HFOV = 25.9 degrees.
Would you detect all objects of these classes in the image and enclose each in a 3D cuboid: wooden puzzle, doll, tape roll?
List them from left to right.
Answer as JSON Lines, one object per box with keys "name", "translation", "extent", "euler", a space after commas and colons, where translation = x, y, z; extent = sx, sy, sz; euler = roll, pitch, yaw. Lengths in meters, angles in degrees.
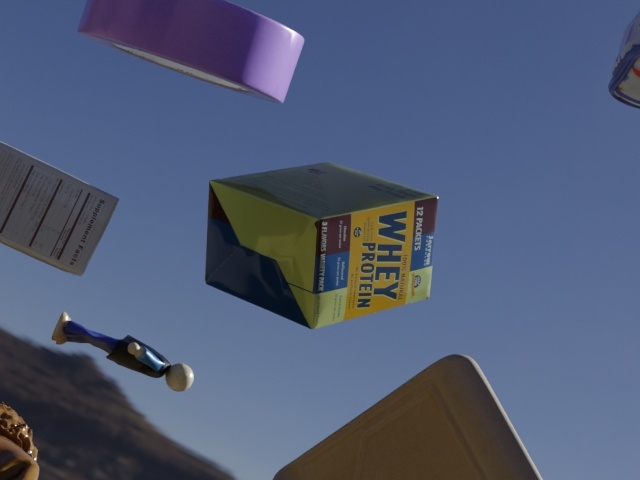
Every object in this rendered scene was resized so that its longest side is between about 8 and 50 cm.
{"name": "doll", "translation": [-0.254, 0.148, 1.828], "extent": [0.189, 0.046, 0.129], "euler": [21, -12, 1]}
{"name": "tape roll", "translation": [-0.163, -0.258, 1.758], "extent": [0.275, 0.090, 0.275], "euler": [18, 2, -1]}
{"name": "wooden puzzle", "translation": [0.090, 0.243, 1.184], "extent": [0.044, 0.239, 0.221], "euler": [-4, 61, -56]}

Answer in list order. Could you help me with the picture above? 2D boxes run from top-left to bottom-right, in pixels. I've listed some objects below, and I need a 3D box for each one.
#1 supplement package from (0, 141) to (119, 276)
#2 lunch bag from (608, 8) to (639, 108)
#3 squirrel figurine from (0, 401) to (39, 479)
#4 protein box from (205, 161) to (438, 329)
{"name": "supplement package", "translation": [-0.345, -0.040, 1.636], "extent": [0.179, 0.105, 0.105], "euler": [27, -9, -17]}
{"name": "lunch bag", "translation": [0.517, -0.200, 1.709], "extent": [0.303, 0.115, 0.243], "euler": [17, -12, 2]}
{"name": "squirrel figurine", "translation": [-0.570, 0.298, 1.811], "extent": [0.370, 0.281, 0.397], "euler": [22, 30, -11]}
{"name": "protein box", "translation": [0.000, 0.000, 1.697], "extent": [0.201, 0.136, 0.200], "euler": [-12, 23, -42]}
